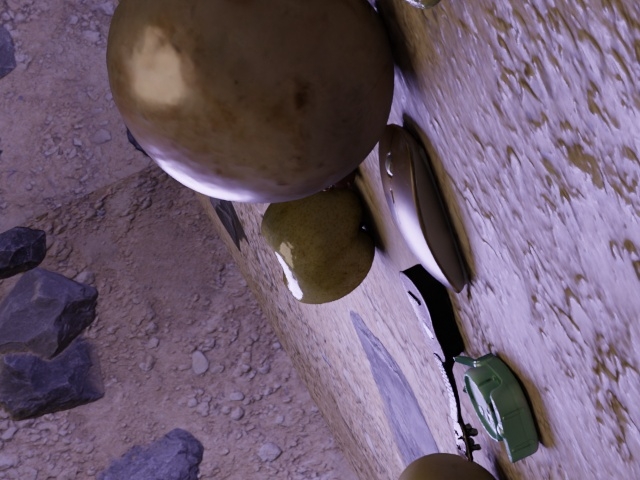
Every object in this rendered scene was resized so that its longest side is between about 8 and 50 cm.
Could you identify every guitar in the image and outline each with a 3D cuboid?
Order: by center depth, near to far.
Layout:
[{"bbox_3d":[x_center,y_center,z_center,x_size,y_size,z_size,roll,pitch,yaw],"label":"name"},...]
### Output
[{"bbox_3d":[0.154,0.151,2.019,0.084,0.038,0.271,-130,19,-64],"label":"guitar"}]

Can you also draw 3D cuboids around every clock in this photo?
[{"bbox_3d":[0.191,0.174,1.844,0.135,0.041,0.101,52,165,59],"label":"clock"}]

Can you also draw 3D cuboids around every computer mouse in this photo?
[{"bbox_3d":[0.104,-0.030,1.788,0.102,0.045,0.199,45,160,61],"label":"computer mouse"}]

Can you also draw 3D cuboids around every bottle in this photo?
[{"bbox_3d":[0.015,-0.096,2.159,0.101,0.047,0.063,-133,30,-64],"label":"bottle"}]

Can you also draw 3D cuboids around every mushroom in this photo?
[{"bbox_3d":[-0.061,-0.198,1.707,0.297,0.297,0.290,73,-153,-45],"label":"mushroom"}]

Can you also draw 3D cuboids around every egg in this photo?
[{"bbox_3d":[0.174,0.366,2.137,0.201,0.164,0.164,59,172,6],"label":"egg"}]

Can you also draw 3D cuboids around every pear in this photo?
[{"bbox_3d":[0.000,0.000,2.238,0.167,0.136,0.167,64,176,9],"label":"pear"}]

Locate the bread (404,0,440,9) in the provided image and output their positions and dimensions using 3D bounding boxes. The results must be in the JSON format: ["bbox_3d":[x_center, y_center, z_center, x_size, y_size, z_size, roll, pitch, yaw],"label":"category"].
[{"bbox_3d":[0.040,-0.312,1.315,0.286,0.056,0.207,65,174,-12],"label":"bread"}]
